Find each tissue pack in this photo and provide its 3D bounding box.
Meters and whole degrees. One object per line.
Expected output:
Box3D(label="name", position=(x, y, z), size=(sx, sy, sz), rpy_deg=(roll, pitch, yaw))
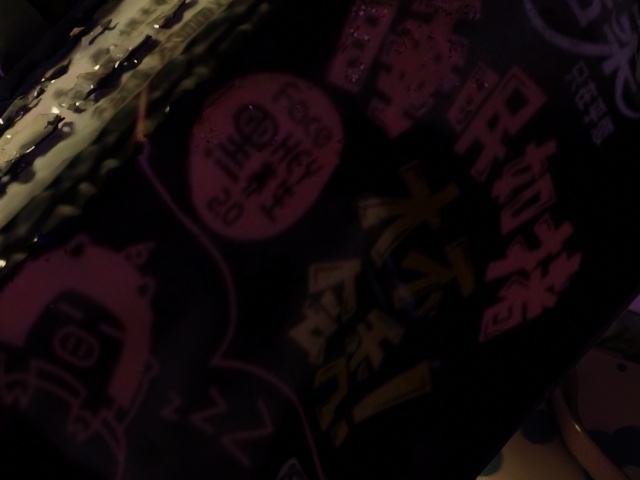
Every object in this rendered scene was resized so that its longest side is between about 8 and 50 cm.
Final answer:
Box3D(label="tissue pack", position=(0.000, 0.000, 0.561), size=(0.123, 0.332, 0.245), rpy_deg=(24, 155, 48))

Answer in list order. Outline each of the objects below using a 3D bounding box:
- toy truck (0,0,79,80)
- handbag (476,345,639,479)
Box3D(label="toy truck", position=(-0.080, -0.079, 0.674), size=(0.224, 0.147, 0.165), rpy_deg=(45, 162, -22))
Box3D(label="handbag", position=(0.160, 0.159, 0.775), size=(0.251, 0.193, 0.190), rpy_deg=(20, 150, 3))
